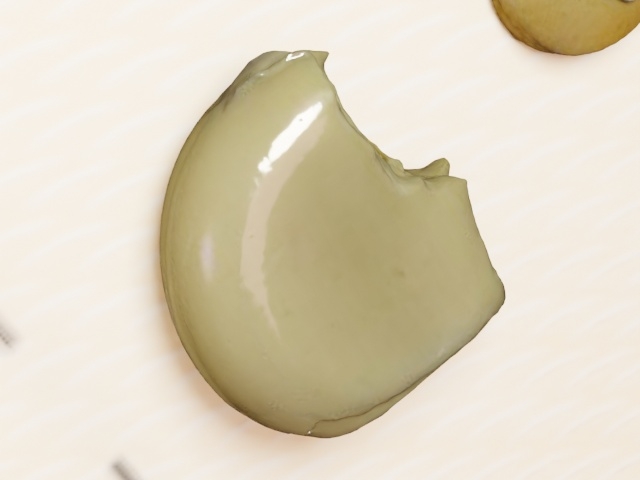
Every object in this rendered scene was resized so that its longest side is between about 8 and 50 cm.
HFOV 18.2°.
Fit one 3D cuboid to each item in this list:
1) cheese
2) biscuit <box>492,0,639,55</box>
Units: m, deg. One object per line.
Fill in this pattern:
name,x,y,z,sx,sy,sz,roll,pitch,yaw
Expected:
cheese,0.000,0.000,1.020,0.175,0.091,0.202,-33,116,-19
biscuit,0.173,-0.244,1.075,0.197,0.049,0.301,16,96,-28
